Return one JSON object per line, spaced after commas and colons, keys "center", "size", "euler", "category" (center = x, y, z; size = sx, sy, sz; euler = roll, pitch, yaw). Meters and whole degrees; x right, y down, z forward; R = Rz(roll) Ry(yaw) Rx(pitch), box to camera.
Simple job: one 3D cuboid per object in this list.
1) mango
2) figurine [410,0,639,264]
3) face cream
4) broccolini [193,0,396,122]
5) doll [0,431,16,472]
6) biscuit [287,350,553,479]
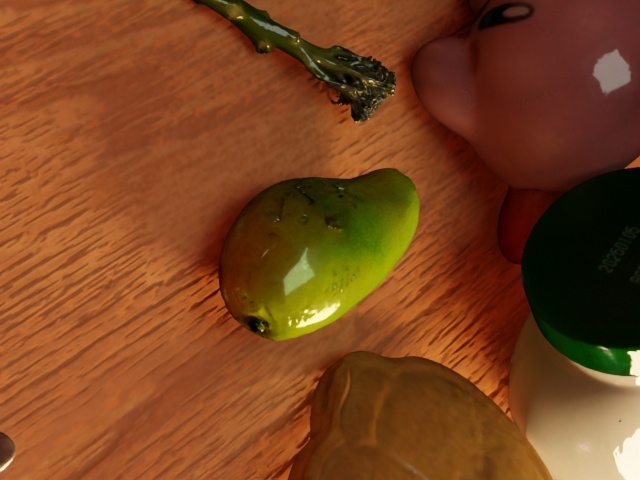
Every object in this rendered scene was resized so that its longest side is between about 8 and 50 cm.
{"center": [0.000, 0.000, 1.163], "size": [0.233, 0.111, 0.125], "euler": [-39, 116, -38], "category": "mango"}
{"center": [0.253, -0.151, 1.334], "size": [0.261, 0.211, 0.269], "euler": [51, 57, -26], "category": "figurine"}
{"center": [0.336, 0.119, 1.326], "size": [0.312, 0.219, 0.357], "euler": [-26, 137, 1], "category": "face cream"}
{"center": [-0.025, -0.181, 1.200], "size": [0.216, 0.067, 0.058], "euler": [30, 64, -27], "category": "broccolini"}
{"center": [-0.314, 0.271, 0.753], "size": [0.226, 0.215, 0.370], "euler": [-25, 129, -64], "category": "doll"}
{"center": [0.105, 0.263, 1.176], "size": [0.312, 0.057, 0.351], "euler": [36, 44, -13], "category": "biscuit"}
